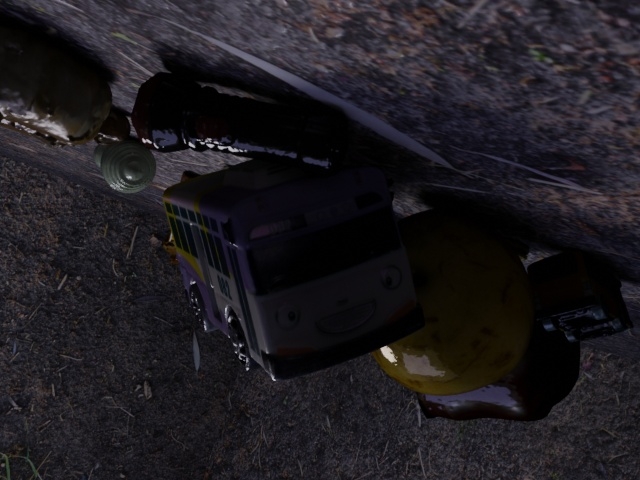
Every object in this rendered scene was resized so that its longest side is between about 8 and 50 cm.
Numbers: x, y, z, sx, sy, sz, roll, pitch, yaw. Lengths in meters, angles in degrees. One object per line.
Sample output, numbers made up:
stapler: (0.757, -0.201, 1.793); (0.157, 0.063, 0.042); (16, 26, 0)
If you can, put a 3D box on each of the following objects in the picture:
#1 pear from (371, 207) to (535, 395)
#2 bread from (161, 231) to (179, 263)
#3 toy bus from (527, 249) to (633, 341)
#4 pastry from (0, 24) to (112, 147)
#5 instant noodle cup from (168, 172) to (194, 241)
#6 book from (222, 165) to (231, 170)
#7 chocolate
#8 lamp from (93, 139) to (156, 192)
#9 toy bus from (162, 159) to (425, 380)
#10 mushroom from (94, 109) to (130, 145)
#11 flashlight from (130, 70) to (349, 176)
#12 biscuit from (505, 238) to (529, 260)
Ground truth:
pear: (0.186, 0.095, 1.021); (0.280, 0.281, 0.281); (18, 174, 2)
bread: (-0.227, -0.001, 1.845); (0.370, 0.192, 0.314); (15, 171, -19)
toy bus: (0.415, 0.092, 1.092); (0.098, 0.114, 0.201); (-22, 151, 33)
pastry: (-0.392, -0.190, 0.872); (0.235, 0.121, 0.257); (17, 175, 2)
instant noodle cup: (-0.243, -0.059, 1.576); (0.185, 0.168, 0.168); (11, 176, -15)
book: (-0.015, -0.059, 1.402); (0.264, 0.031, 0.379); (16, 174, 18)
chocolate: (0.407, 0.232, 1.532); (0.331, 0.384, 0.383); (0, 167, 23)
lamp: (-0.401, -0.157, 1.370); (0.106, 0.106, 0.193); (23, -178, -39)
toy bus: (-0.063, 0.009, 0.933); (0.209, 0.249, 0.440); (-16, -167, -20)
mushroom: (-0.392, -0.204, 1.080); (0.187, 0.061, 0.060); (24, 178, -19)
flashlight: (-0.086, -0.122, 0.748); (0.232, 0.093, 0.093); (14, 173, 13)
biscuit: (0.306, 0.014, 1.142); (0.084, 0.023, 0.084); (18, 174, 2)
